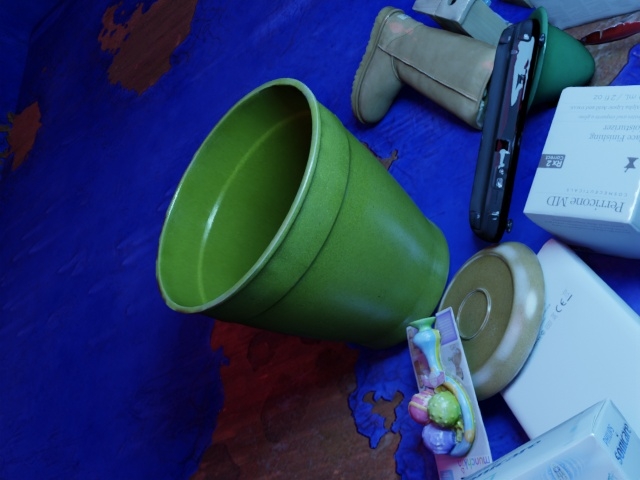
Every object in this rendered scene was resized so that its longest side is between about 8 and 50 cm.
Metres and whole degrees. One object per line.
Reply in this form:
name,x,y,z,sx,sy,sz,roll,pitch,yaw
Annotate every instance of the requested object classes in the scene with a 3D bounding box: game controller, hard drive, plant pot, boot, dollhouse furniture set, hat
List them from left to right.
plant pot,0.000,0.000,1.174,0.367,0.353,0.366,-32,43,37
boot,0.183,-0.262,1.336,0.269,0.089,0.236,38,132,34
plant pot,0.225,0.107,1.078,0.236,0.032,0.236,-52,26,38
dollhouse furniture set,0.279,-0.433,1.309,0.183,0.129,0.129,-59,40,6
game controller,0.270,-0.155,1.116,0.067,0.166,0.318,10,93,13
hard drive,0.312,0.157,0.941,0.203,0.040,0.307,-61,26,21
hat,0.404,-0.260,1.163,0.208,0.184,0.172,-85,2,-87

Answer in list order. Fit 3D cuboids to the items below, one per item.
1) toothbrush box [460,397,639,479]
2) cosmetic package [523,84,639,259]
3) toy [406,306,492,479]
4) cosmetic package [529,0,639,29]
toothbrush box,0.285,0.347,0.773,0.216,0.126,0.295,-38,78,25
cosmetic package,0.387,-0.084,0.987,0.151,0.151,0.183,9,76,49
toy,0.157,0.222,1.048,0.137,0.056,0.237,138,126,-61
cosmetic package,0.442,-0.389,1.141,0.239,0.099,0.060,-3,64,45
